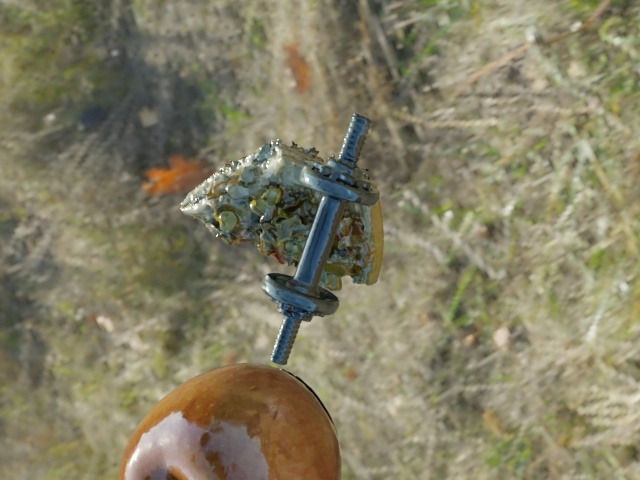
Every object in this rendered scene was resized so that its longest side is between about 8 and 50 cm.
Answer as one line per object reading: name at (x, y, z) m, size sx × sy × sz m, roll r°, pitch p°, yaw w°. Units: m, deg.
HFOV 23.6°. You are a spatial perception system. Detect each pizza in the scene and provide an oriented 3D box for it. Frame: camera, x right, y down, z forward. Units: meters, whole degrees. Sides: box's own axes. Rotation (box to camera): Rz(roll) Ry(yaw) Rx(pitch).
pizza at (-0.036, -0.027, 1.567) m, size 0.226 × 0.069 × 0.147 m, roll 23°, pitch 131°, yaw 3°

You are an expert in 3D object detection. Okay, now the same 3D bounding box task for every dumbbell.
dumbbell at (0.000, 0.000, 1.469) m, size 0.081 × 0.081 × 0.254 m, roll 26°, pitch 102°, yaw 36°

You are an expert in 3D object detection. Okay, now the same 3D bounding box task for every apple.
apple at (-0.103, 0.270, 1.730) m, size 0.272 × 0.206 × 0.252 m, roll -19°, pitch 79°, yaw 40°
